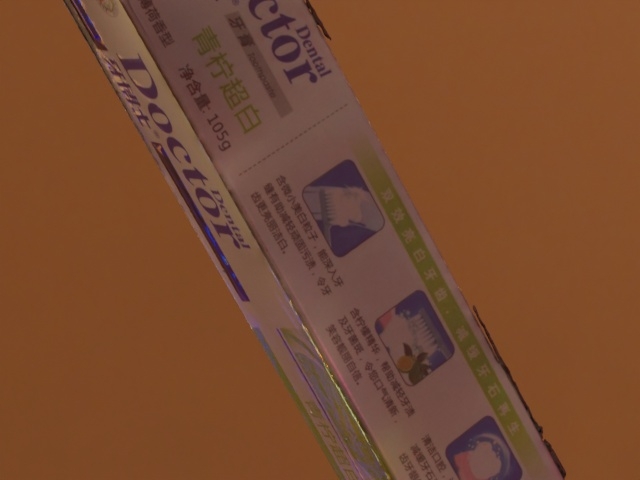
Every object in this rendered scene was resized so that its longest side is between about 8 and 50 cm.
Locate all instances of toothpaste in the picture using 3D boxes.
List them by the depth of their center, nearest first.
[{"bbox_3d":[0.000,0.000,0.801,0.081,0.067,0.336,-35,-76,-24],"label":"toothpaste"}]
